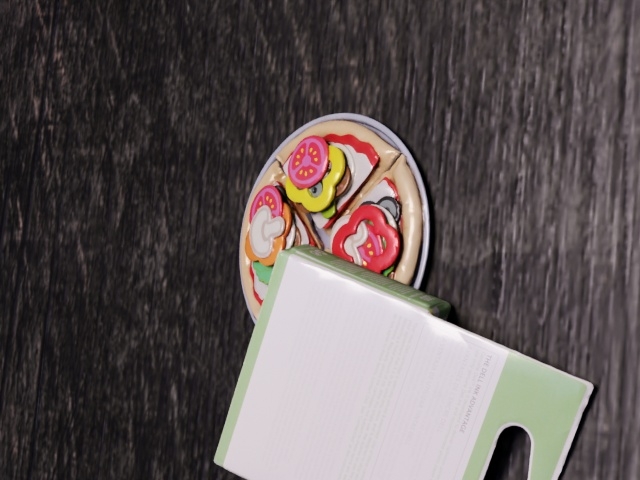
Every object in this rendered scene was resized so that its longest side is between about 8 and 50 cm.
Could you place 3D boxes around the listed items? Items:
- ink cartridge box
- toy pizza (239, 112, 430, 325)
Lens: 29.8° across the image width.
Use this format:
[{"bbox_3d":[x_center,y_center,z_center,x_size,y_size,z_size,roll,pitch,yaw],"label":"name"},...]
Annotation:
[{"bbox_3d":[0.055,0.122,0.833,0.235,0.056,0.171,22,102,20],"label":"ink cartridge box"},{"bbox_3d":[0.000,0.000,0.922,0.201,0.032,0.201,-8,78,43],"label":"toy pizza"}]
